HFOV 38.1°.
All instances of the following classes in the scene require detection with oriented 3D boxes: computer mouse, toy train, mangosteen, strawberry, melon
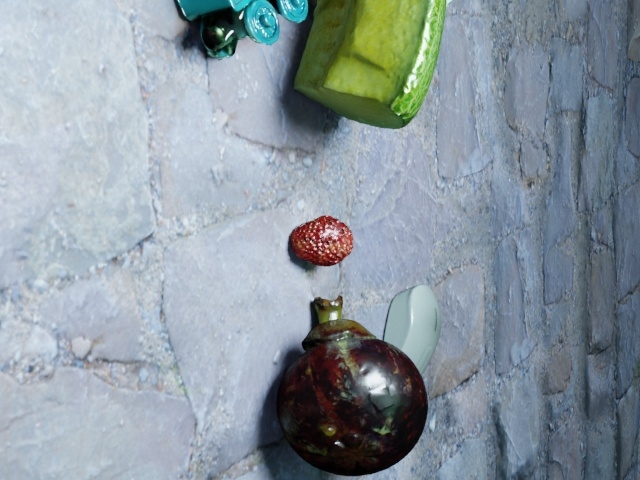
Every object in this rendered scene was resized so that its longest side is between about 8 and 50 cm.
[{"bbox_3d":[0.170,0.195,1.719,0.128,0.079,0.230,14,85,-54],"label":"computer mouse"},{"bbox_3d":[-0.104,-0.332,1.223,0.198,0.107,0.154,-48,124,-44],"label":"toy train"},{"bbox_3d":[0.046,0.215,1.427,0.231,0.231,0.289,51,26,-46],"label":"mangosteen"},{"bbox_3d":[0.000,0.000,1.440,0.096,0.083,0.083,-18,110,-24],"label":"strawberry"},{"bbox_3d":[0.079,-0.355,1.360,0.331,0.226,0.343,-128,-123,-83],"label":"melon"}]

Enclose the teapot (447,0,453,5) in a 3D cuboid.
[{"bbox_3d":[0.171,-0.481,1.603,0.232,0.159,0.159,33,66,-67],"label":"teapot"}]
